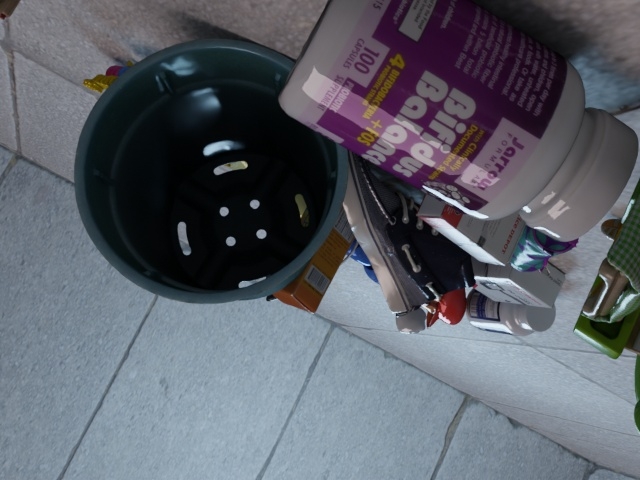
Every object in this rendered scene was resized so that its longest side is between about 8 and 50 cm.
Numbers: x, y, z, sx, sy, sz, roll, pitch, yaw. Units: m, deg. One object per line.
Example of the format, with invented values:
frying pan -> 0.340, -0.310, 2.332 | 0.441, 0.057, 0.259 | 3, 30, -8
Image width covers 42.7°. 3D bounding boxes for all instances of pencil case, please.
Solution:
pencil case -> 0.309, 0.003, 1.149 | 0.070, 0.064, 0.151 | 37, 169, 6

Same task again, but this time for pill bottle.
pill bottle -> 0.128, -0.121, 0.748 | 0.302, 0.169, 0.169 | 28, 168, -9
pill bottle -> 0.353, 0.128, 1.515 | 0.094, 0.094, 0.169 | 31, 167, -22

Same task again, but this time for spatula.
spatula -> 0.032, 0.033, 1.424 | 0.030, 0.296, 0.084 | 58, -172, 0

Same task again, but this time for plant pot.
plant pot -> -0.130, -0.060, 1.169 | 0.341, 0.341, 0.334 | 25, 171, 6

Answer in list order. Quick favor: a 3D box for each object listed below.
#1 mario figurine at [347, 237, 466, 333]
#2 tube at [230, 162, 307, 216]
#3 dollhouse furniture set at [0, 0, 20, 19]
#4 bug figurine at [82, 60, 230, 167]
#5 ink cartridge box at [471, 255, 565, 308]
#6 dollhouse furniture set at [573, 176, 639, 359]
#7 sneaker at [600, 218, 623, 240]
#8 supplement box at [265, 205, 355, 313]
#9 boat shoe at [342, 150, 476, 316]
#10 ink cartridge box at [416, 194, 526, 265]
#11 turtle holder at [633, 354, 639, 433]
mario figurine -> 0.128, 0.074, 1.546 | 0.321, 0.198, 0.170 | 32, 155, -7
tube -> -0.094, -0.107, 1.563 | 0.240, 0.062, 0.070 | 36, 122, -20
dollhouse furniture set -> -0.447, -0.368, 0.998 | 0.184, 0.129, 0.129 | 18, 165, 34
bug figurine -> -0.261, -0.225, 1.356 | 0.216, 0.072, 0.279 | 24, 174, 43
ink cartridge box -> 0.315, 0.058, 1.373 | 0.109, 0.063, 0.150 | 32, 167, -24
dollhouse furniture set -> 0.355, 0.013, 0.771 | 0.151, 0.197, 0.301 | 24, 168, 18
sneaker -> 0.394, -0.001, 1.030 | 0.083, 0.032, 0.037 | 21, 167, 27
supplement box -> 0.000, 0.000, 1.375 | 0.078, 0.233, 0.080 | 15, 158, 41
boat shoe -> 0.136, -0.034, 1.291 | 0.158, 0.127, 0.340 | -20, 130, 10
ink cartridge box -> 0.207, -0.041, 1.090 | 0.135, 0.099, 0.056 | 34, 166, -29
turtle holder -> 0.538, 0.197, 1.086 | 0.320, 0.243, 0.227 | 2, 171, 43
